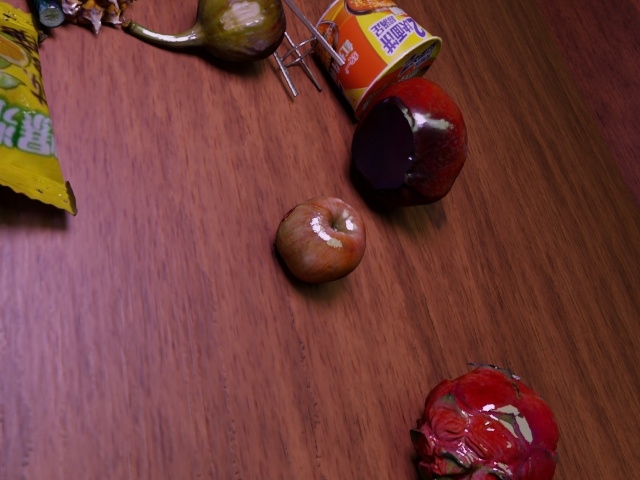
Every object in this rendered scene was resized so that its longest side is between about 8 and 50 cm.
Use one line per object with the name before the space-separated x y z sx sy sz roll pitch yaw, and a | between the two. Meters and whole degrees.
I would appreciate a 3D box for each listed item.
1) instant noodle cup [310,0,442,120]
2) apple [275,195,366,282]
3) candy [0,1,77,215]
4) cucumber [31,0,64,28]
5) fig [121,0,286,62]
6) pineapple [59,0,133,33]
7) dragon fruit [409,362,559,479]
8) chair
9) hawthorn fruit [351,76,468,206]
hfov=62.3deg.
instant noodle cup | 0.094 -0.360 1.001 0.174 0.213 0.213 51 41 8
apple | 0.003 0.001 0.751 0.126 0.102 0.126 20 50 -26
candy | -0.350 -0.172 0.542 0.187 0.081 0.297 25 37 -59
cucumber | -0.358 -0.325 0.670 0.032 0.032 0.133 -7 59 -44
fig | -0.170 -0.330 0.804 0.245 0.149 0.149 -27 84 -23
pineapple | -0.311 -0.347 0.709 0.116 0.069 0.137 40 48 -8
dragon fruit | 0.236 0.272 0.744 0.192 0.193 0.274 39 36 23
chair | -0.056 -0.369 0.935 0.221 0.095 0.104 53 30 -1
hawthorn fruit | 0.157 -0.177 0.934 0.215 0.215 0.249 40 36 -16
